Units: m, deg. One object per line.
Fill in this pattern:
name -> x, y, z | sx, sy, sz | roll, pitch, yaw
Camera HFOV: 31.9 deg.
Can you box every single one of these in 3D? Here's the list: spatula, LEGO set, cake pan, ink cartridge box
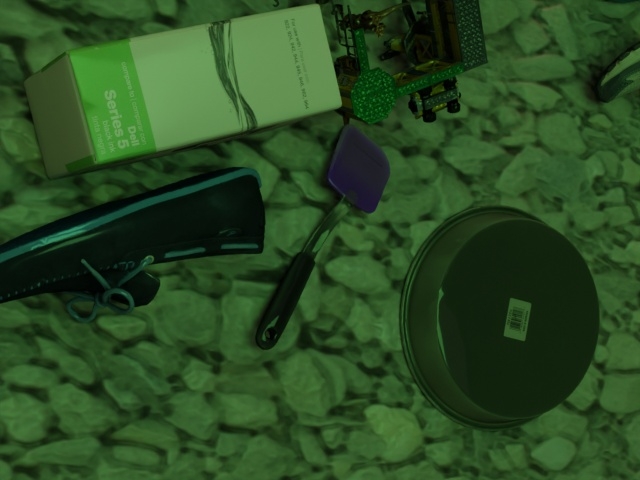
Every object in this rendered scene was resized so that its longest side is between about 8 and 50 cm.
spatula -> 0.000, 0.000, 1.325 | 0.084, 0.030, 0.296 | 36, 73, -23
LEGO set -> 0.049, -0.303, 1.288 | 0.255, 0.192, 0.331 | -31, 119, -21
cake pan -> 0.240, 0.099, 1.428 | 0.293, 0.054, 0.293 | 1, 88, -26
ink cartridge box -> -0.144, -0.152, 1.165 | 0.273, 0.198, 0.114 | -16, 95, -26

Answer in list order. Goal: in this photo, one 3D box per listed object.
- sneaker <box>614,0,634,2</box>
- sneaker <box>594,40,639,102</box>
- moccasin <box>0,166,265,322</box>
sneaker -> 0.458, -0.398, 1.545 | 0.229, 0.087, 0.092 | -19, 69, -19
sneaker -> 0.506, -0.238, 1.483 | 0.283, 0.110, 0.122 | -25, 89, 10
moccasin -> -0.197, 0.017, 1.170 | 0.342, 0.138, 0.116 | -19, 101, -25
